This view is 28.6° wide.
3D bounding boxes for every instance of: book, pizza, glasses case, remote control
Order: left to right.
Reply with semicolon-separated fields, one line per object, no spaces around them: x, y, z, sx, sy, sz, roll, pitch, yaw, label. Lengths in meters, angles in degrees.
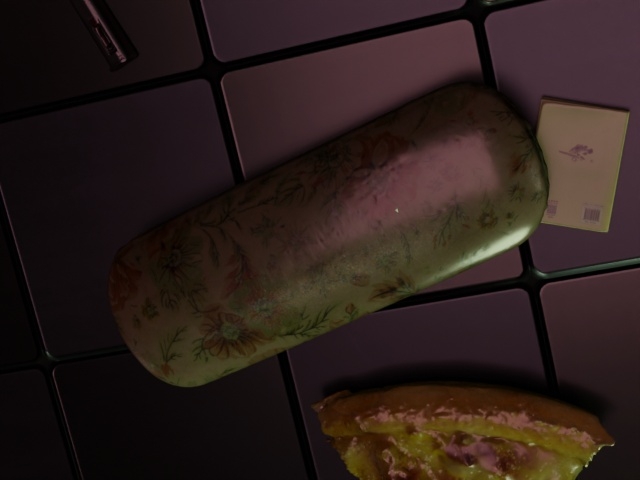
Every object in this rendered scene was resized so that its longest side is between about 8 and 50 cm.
-0.208;-0.203;1.172;0.034;0.016;0.091;-30;94;23;remote control
0.000;0.000;1.130;0.425;0.098;0.157;-25;94;18;glasses case
0.143;0.268;1.176;0.279;0.075;0.288;-6;102;15;pizza
0.224;-0.067;1.106;0.077;0.014;0.111;10;106;9;book
